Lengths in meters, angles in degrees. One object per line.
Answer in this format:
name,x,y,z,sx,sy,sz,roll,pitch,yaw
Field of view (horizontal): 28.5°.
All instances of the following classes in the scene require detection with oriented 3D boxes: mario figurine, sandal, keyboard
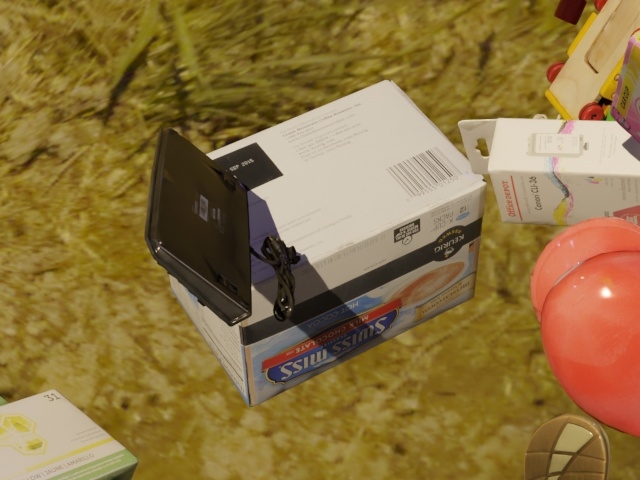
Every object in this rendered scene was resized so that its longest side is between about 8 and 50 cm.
mario figurine,0.233,0.032,0.848,0.320,0.170,0.198,4,87,-53
sandal,0.209,0.207,1.039,0.049,0.072,0.180,-37,135,-38
keyboard,-0.096,0.000,1.277,0.201,0.317,0.033,38,107,-18

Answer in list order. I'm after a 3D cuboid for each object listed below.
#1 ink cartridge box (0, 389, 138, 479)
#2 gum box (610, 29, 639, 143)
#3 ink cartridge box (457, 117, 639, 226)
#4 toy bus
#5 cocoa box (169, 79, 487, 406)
ink cartridge box,-0.307,0.175,1.141,0.171,0.235,0.056,-13,131,-55
gum box,0.308,-0.119,1.052,0.062,0.188,0.107,-42,75,-3
ink cartridge box,0.241,-0.068,1.296,0.198,0.115,0.067,4,63,19
toy bus,0.339,-0.192,1.417,0.104,0.202,0.191,13,79,-30
cocoa box,0.000,0.000,1.579,0.347,0.231,0.228,-24,141,-19
